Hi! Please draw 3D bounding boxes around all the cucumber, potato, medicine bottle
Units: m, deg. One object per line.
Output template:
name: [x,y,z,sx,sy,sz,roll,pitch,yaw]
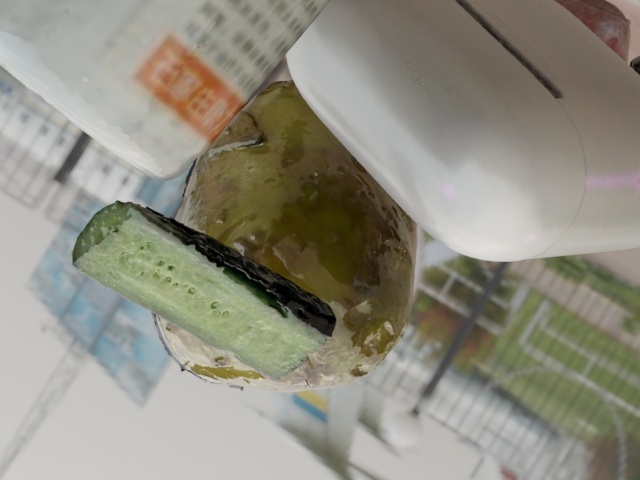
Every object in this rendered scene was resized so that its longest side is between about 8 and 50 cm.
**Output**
cucumber: [-0.088,0.029,1.140,0.211,0.078,0.062,34,-153,-31]
potato: [0.000,0.000,1.367,0.246,0.300,0.196,33,159,-32]
medicine bottle: [-0.052,-0.235,0.885,0.211,0.371,0.211,40,180,0]

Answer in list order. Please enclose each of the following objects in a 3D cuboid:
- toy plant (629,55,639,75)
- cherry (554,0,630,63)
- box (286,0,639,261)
toy plant: [0.429,-0.137,1.486,0.235,0.175,0.218,-5,139,4]
cherry: [0.249,-0.215,1.852,0.307,0.261,0.221,-14,119,30]
box: [0.150,-0.107,1.217,0.349,0.141,0.289,-3,-134,-50]
